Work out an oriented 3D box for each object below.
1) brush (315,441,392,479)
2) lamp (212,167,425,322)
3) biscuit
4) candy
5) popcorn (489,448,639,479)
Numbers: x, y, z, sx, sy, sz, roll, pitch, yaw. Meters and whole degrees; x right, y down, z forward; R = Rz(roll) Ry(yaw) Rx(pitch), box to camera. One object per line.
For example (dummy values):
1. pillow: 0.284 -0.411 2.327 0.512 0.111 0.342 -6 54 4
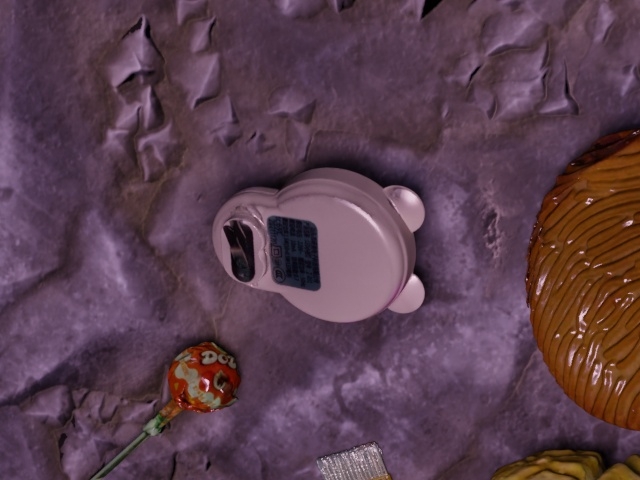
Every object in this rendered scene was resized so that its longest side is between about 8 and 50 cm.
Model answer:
1. brush: 0.071 0.351 1.686 0.082 0.010 0.218 -21 95 17
2. lamp: 0.000 -0.001 1.584 0.246 0.108 0.179 6 116 15
3. biscuit: 0.330 0.041 1.450 0.318 0.040 0.318 -4 85 53
4. candy: -0.203 0.231 1.703 0.287 0.078 0.084 -44 58 21
5. popcorn: 0.275 0.368 1.522 0.282 0.247 0.282 2 108 5
